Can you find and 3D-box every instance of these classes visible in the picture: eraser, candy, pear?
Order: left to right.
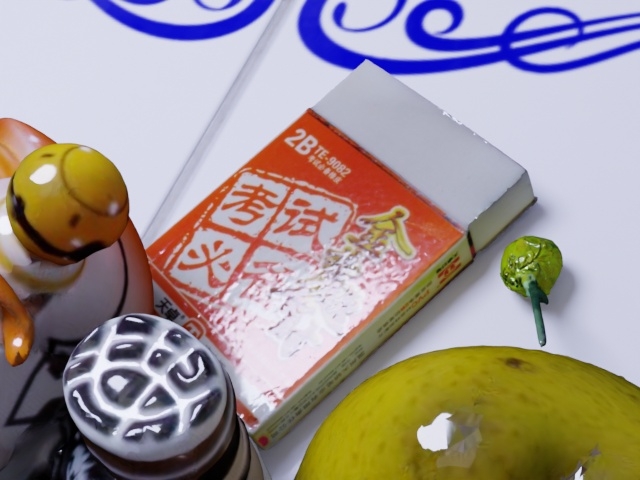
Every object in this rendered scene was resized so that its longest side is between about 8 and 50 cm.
[{"bbox_3d":[0.000,0.000,0.701,0.230,0.038,0.157,-42,54,-10],"label":"eraser"},{"bbox_3d":[0.082,0.125,0.506,0.267,0.178,0.266,-9,51,11],"label":"pear"},{"bbox_3d":[0.118,0.029,0.611,0.035,0.035,0.123,14,20,1],"label":"candy"}]

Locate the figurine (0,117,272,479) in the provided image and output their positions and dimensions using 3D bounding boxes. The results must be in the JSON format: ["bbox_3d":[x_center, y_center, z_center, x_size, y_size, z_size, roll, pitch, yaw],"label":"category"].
[{"bbox_3d":[-0.172,0.065,0.617,0.323,0.196,0.320,48,121,25],"label":"figurine"}]
